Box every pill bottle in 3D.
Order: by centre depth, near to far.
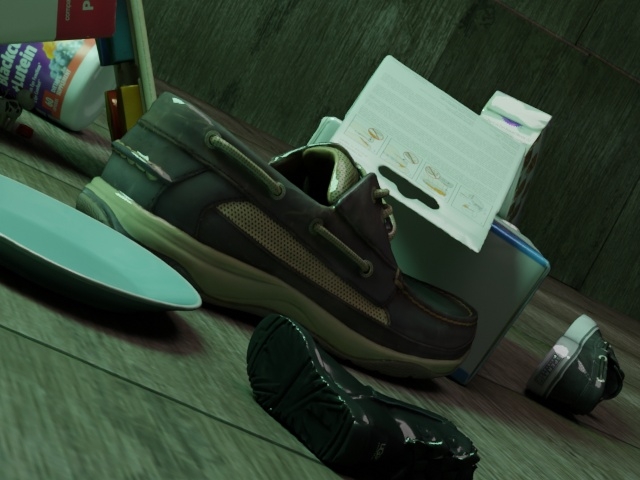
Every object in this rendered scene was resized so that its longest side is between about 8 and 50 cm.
[{"bbox_3d":[-0.304,-0.200,1.547,0.194,0.108,0.108,28,5,6],"label":"pill bottle"}]

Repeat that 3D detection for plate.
[{"bbox_3d":[-0.155,0.002,0.868,0.188,0.024,0.188,27,6,-3],"label":"plate"}]

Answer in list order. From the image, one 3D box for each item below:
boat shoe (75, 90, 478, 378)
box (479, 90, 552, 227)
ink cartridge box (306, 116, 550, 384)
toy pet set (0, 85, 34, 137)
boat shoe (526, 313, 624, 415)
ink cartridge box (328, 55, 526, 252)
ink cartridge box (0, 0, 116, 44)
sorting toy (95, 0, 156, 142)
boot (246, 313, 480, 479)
[{"bbox_3d":[0.000,0.000,1.079,0.355,0.130,0.132,23,8,-42],"label":"boat shoe"},{"bbox_3d":[0.172,-0.027,1.604,0.067,0.063,0.324,29,-31,14],"label":"box"},{"bbox_3d":[0.076,0.000,1.392,0.223,0.129,0.307,33,6,2],"label":"ink cartridge box"},{"bbox_3d":[-0.304,-0.150,1.307,0.122,0.065,0.114,30,6,20],"label":"toy pet set"},{"bbox_3d":[0.257,0.126,1.479,0.076,0.080,0.228,36,8,12],"label":"boat shoe"},{"bbox_3d":[0.081,-0.061,1.221,0.145,0.045,0.179,34,38,-1],"label":"ink cartridge box"},{"bbox_3d":[-0.305,-0.226,1.227,0.237,0.100,0.172,-9,29,-32],"label":"ink cartridge box"},{"bbox_3d":[-0.171,-0.144,1.340,0.038,0.208,0.193,-14,7,-13],"label":"sorting toy"},{"bbox_3d":[0.024,0.091,0.817,0.099,0.045,0.121,21,16,-40],"label":"boot"}]
